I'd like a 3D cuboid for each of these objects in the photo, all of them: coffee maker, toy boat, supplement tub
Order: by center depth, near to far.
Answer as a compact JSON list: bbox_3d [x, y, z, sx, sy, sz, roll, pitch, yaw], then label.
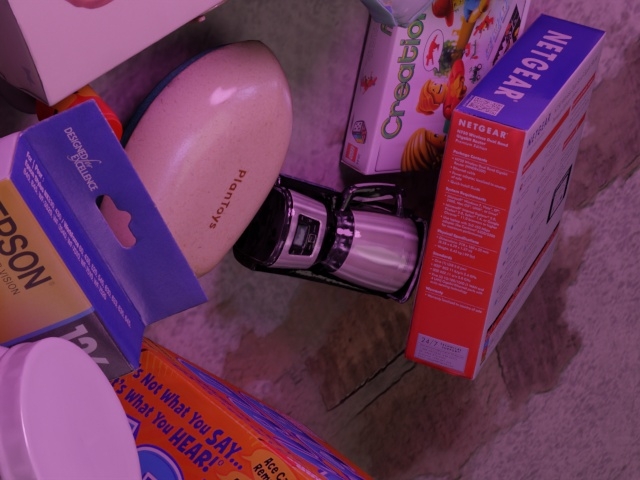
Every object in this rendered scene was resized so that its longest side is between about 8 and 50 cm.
[{"bbox_3d":[-0.346,0.229,1.652,0.324,0.235,0.235,-20,138,18],"label":"supplement tub"},{"bbox_3d":[-0.169,-0.103,1.798,0.318,0.148,0.267,23,103,-53],"label":"toy boat"},{"bbox_3d":[0.000,0.000,1.994,0.178,0.171,0.120,15,71,-24],"label":"coffee maker"}]

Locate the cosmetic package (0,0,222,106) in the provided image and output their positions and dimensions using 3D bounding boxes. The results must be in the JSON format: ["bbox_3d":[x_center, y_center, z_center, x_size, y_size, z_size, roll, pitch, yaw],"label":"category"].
[{"bbox_3d":[-0.178,-0.264,1.672,0.296,0.153,0.129,-36,131,-22],"label":"cosmetic package"}]

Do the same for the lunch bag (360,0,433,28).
[{"bbox_3d":[0.059,-0.340,1.703,0.223,0.160,0.262,23,69,-74],"label":"lunch bag"}]

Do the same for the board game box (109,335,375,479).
[{"bbox_3d":[-0.113,0.363,1.941,0.356,0.356,0.356,-56,137,-1],"label":"board game box"}]

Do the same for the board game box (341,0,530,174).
[{"bbox_3d":[0.138,-0.225,2.040,0.193,0.053,0.305,-7,118,-38],"label":"board game box"}]

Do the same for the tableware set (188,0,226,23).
[{"bbox_3d":[-0.102,-0.236,1.772,0.168,0.141,0.020,-35,105,-28],"label":"tableware set"}]

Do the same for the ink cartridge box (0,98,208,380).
[{"bbox_3d":[-0.288,0.042,1.701,0.307,0.072,0.304,-20,138,6],"label":"ink cartridge box"}]

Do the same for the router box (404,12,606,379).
[{"bbox_3d":[0.207,-0.056,2.051,0.335,0.082,0.301,-47,150,-58],"label":"router box"}]
